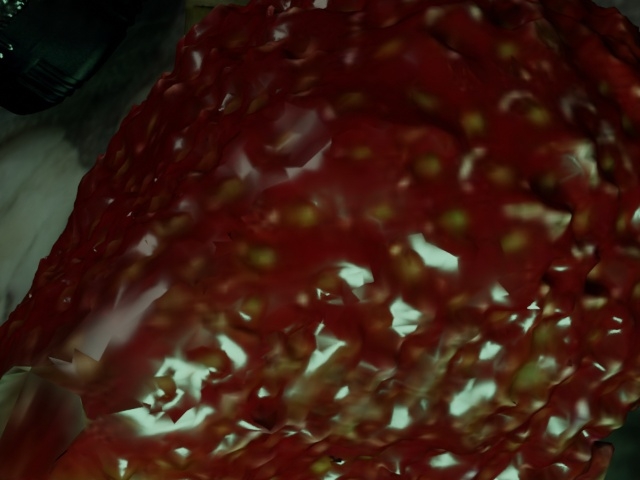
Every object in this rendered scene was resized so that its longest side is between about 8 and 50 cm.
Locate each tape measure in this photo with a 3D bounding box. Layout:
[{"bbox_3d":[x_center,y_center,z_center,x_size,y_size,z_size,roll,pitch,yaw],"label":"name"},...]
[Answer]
[{"bbox_3d":[-0.173,-0.163,1.057,0.199,0.112,0.186,-30,40,38],"label":"tape measure"}]

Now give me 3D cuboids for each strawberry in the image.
[{"bbox_3d":[0.002,0.002,0.668,0.261,0.257,0.261,-30,50,42],"label":"strawberry"}]

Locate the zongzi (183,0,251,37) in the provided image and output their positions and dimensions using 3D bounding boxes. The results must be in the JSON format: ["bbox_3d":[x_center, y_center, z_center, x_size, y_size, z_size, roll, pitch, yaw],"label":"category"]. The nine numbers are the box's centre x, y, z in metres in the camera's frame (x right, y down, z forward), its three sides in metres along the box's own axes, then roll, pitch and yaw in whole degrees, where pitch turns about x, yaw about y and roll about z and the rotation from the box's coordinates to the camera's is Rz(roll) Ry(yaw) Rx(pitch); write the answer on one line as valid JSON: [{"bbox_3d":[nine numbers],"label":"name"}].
[{"bbox_3d":[-0.024,-0.189,0.898,0.317,0.154,0.289,-52,32,17],"label":"zongzi"}]
